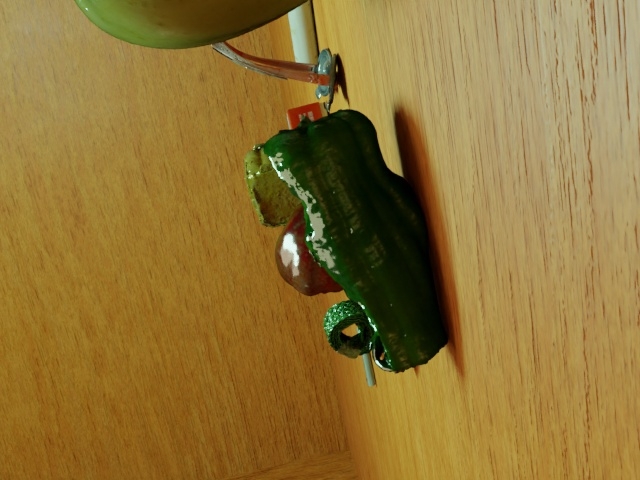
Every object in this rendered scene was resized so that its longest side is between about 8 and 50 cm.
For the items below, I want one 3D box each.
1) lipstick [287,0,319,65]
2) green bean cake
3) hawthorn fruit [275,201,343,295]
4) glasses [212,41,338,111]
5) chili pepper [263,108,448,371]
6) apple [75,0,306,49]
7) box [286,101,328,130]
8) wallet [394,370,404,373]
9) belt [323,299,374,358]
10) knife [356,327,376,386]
[{"bbox_3d":[-0.045,-0.508,2.038,0.059,0.059,0.264,-107,7,-52],"label":"lipstick"},{"bbox_3d":[-0.079,-0.160,2.399,0.131,0.230,0.224,-104,1,-49],"label":"green bean cake"},{"bbox_3d":[0.000,0.000,2.051,0.208,0.208,0.248,-111,24,-67],"label":"hawthorn fruit"},{"bbox_3d":[-0.094,-0.345,1.826,0.234,0.268,0.118,-108,26,-71],"label":"glasses"},{"bbox_3d":[0.069,-0.011,1.277,0.385,0.167,0.213,66,-169,-1],"label":"chili pepper"},{"bbox_3d":[-0.169,-0.492,1.230,0.473,0.474,0.473,168,90,-86],"label":"apple"},{"bbox_3d":[-0.014,-0.229,2.172,0.133,0.099,0.182,82,174,-75],"label":"box"},{"bbox_3d":[0.136,0.157,1.626,0.118,0.039,0.152,91,170,-64],"label":"wallet"},{"bbox_3d":[0.071,0.201,2.081,0.151,0.121,0.079,58,-174,-38],"label":"belt"},{"bbox_3d":[0.121,0.308,2.390,0.044,0.023,0.162,-144,42,-81],"label":"knife"}]
